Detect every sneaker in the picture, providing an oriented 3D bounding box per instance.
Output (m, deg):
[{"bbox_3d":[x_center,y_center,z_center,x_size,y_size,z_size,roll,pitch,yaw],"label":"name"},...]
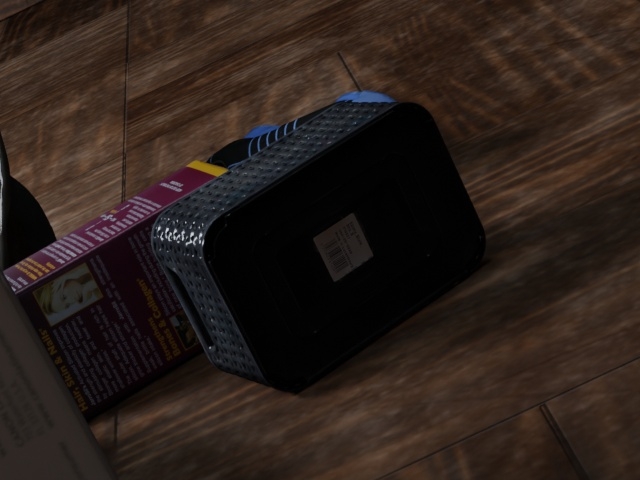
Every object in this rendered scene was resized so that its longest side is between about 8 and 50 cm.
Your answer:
[{"bbox_3d":[-0.017,-0.053,1.415,0.090,0.081,0.232,-41,16,-32],"label":"sneaker"}]

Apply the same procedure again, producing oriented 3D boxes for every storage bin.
[{"bbox_3d":[0.000,0.000,1.150,0.180,0.122,0.084,-33,19,-23],"label":"storage bin"}]

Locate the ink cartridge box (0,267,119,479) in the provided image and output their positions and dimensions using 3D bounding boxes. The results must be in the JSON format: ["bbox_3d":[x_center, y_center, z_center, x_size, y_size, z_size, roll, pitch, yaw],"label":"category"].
[{"bbox_3d":[-0.313,0.134,0.891,0.385,0.308,0.091,-30,19,-12],"label":"ink cartridge box"}]

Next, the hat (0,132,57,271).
[{"bbox_3d":[-0.293,0.016,1.461,0.134,0.331,0.331,17,-14,-38],"label":"hat"}]

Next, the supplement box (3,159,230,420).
[{"bbox_3d":[-0.131,0.035,1.263,0.188,0.104,0.081,-31,17,-15],"label":"supplement box"}]
